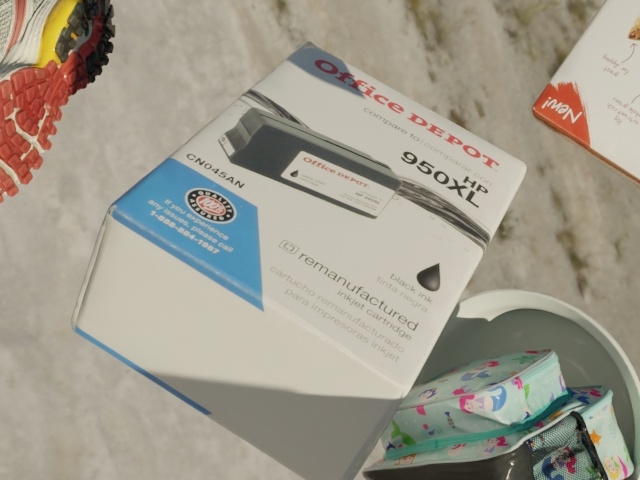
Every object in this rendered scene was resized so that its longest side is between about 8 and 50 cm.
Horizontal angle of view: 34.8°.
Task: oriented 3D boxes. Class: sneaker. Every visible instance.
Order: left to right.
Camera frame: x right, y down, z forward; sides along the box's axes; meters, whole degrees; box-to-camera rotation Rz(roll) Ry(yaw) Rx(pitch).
[{"bbox_3d":[-0.232,-0.107,0.726,0.088,0.093,0.225,89,19,-46],"label":"sneaker"}]

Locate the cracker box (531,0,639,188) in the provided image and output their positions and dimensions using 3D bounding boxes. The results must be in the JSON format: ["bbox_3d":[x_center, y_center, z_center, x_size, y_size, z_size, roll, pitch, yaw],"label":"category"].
[{"bbox_3d":[0.279,-0.143,0.720,0.156,0.232,0.067,35,9,12],"label":"cracker box"}]

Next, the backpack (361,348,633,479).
[{"bbox_3d":[0.189,0.216,1.058,0.254,0.225,0.191,-7,80,-44],"label":"backpack"}]

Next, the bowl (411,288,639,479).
[{"bbox_3d":[0.246,0.204,1.180,0.134,0.298,0.297,6,68,-57],"label":"bowl"}]

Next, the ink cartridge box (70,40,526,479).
[{"bbox_3d":[0.000,0.000,0.990,0.285,0.166,0.395,31,39,6],"label":"ink cartridge box"}]
